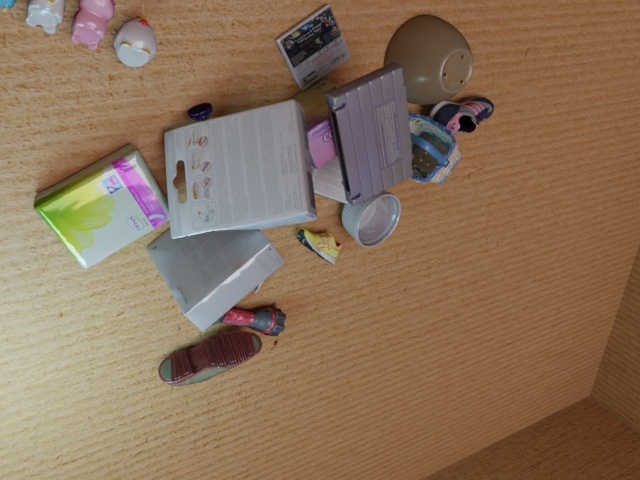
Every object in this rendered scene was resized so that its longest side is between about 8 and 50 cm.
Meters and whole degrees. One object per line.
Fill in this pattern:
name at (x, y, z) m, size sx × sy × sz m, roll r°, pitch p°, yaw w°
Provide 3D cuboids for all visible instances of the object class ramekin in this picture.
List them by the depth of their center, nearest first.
ramekin at (0.170, -0.090, 1.961) m, size 0.207 × 0.109 × 0.207 m, roll -26°, pitch 134°, yaw -29°

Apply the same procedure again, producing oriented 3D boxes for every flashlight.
flashlight at (-0.263, 0.257, 1.906) m, size 0.304 × 0.103 × 0.103 m, roll 17°, pitch 107°, yaw -38°

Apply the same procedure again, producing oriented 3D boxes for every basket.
basket at (0.323, -0.309, 1.860) m, size 0.201 × 0.255 × 0.289 m, roll -53°, pitch 141°, yaw 7°

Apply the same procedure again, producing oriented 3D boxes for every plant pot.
plant pot at (0.371, -0.557, 1.793) m, size 0.284 × 0.191 × 0.284 m, roll -14°, pitch 122°, yaw -25°

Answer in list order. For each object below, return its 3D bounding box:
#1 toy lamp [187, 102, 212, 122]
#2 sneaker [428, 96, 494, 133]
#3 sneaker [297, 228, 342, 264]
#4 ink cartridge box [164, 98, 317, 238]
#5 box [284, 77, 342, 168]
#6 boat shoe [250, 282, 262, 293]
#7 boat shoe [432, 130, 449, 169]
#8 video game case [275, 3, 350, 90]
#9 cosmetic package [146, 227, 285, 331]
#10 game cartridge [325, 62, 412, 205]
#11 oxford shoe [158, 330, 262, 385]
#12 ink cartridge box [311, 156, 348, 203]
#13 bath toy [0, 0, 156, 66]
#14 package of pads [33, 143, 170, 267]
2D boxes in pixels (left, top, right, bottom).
toy lamp at (-0.294, -0.254, 1.618) m, size 0.080 × 0.080 × 0.274 m, roll -28°, pitch 127°, yaw -16°
sneaker at (0.520, -0.422, 1.975) m, size 0.319 × 0.131 × 0.112 m, roll -16°, pitch 144°, yaw -35°
sneaker at (0.000, 0.000, 1.952) m, size 0.094 × 0.081 × 0.208 m, roll -56°, pitch 137°, yaw -3°
ink cartridge box at (-0.214, -0.175, 1.484) m, size 0.385 × 0.308 × 0.091 m, roll -10°, pitch 169°, yaw 16°
box at (-0.002, -0.346, 1.642) m, size 0.213 × 0.243 × 0.117 m, roll -35°, pitch 128°, yaw -12°
boat shoe at (-0.204, 0.122, 1.903) m, size 0.043 × 0.049 × 0.137 m, roll 25°, pitch 103°, yaw -42°
boat shoe at (0.440, -0.323, 2.042) m, size 0.068 × 0.072 × 0.190 m, roll -21°, pitch 125°, yaw -21°
video game case at (-0.018, -0.564, 1.654) m, size 0.190 × 0.022 × 0.173 m, roll -37°, pitch 130°, yaw -8°
cosmetic package at (-0.305, 0.039, 1.578) m, size 0.284 × 0.377 × 0.097 m, roll -39°, pitch 130°, yaw -7°
game cartridge at (0.147, -0.290, 1.574) m, size 0.230 × 0.068 × 0.355 m, roll -31°, pitch 133°, yaw -20°
oxford shoe at (-0.363, 0.401, 1.911) m, size 0.348 × 0.123 × 0.130 m, roll -15°, pitch 152°, yaw -6°
ink cartridge box at (0.048, -0.251, 1.865) m, size 0.181 × 0.056 × 0.224 m, roll 16°, pitch 88°, yaw -37°
bath toy at (-0.536, -0.530, 1.289) m, size 0.348 × 0.129 × 0.151 m, roll 20°, pitch 148°, yaw -36°
package of pads at (-0.572, -0.088, 1.521) m, size 0.296 × 0.101 × 0.229 m, roll -32°, pitch 127°, yaw -12°
